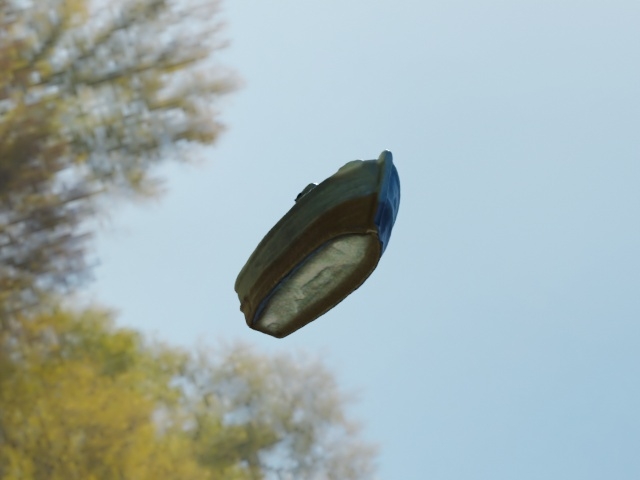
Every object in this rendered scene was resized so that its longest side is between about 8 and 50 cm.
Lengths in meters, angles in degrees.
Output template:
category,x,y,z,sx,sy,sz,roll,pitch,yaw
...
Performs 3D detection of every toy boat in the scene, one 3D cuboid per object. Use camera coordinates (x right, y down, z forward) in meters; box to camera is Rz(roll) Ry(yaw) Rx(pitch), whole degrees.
category,x,y,z,sx,sy,sz,roll,pitch,yaw
toy boat,0.000,0.000,0.830,0.137,0.060,0.061,-48,-150,44
